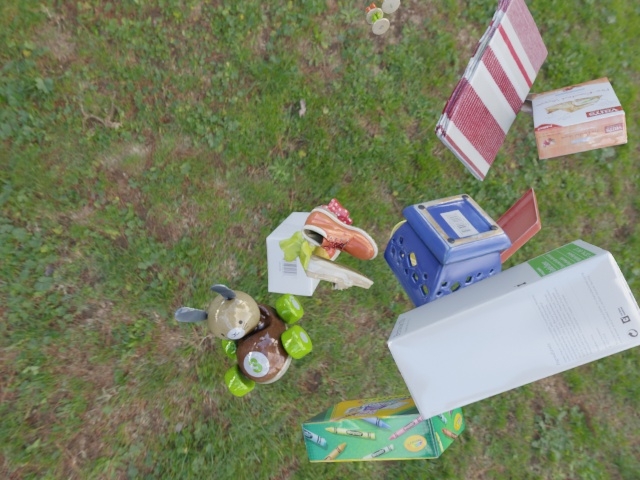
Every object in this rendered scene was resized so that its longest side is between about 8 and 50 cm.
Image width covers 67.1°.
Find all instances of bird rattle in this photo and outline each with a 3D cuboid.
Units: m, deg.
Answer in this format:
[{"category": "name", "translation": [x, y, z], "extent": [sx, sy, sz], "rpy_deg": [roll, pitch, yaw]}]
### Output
[{"category": "bird rattle", "translation": [0.000, 0.000, 1.542], "extent": [0.143, 0.207, 0.253], "rpy_deg": [33, 69, 34]}]

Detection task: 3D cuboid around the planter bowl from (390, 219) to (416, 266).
[{"category": "planter bowl", "translation": [0.398, 0.008, 1.956], "extent": [0.217, 0.090, 0.217], "rpy_deg": [7, 72, -21]}]

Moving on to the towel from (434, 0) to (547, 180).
[{"category": "towel", "translation": [0.370, -0.319, 1.028], "extent": [0.237, 0.037, 0.329], "rpy_deg": [26, 91, -47]}]

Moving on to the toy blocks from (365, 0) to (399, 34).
[{"category": "toy blocks", "translation": [0.166, -0.696, 1.400], "extent": [0.054, 0.123, 0.148], "rpy_deg": [-4, 60, -24]}]

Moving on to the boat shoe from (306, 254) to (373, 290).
[{"category": "boat shoe", "translation": [0.042, 0.085, 1.122], "extent": [0.170, 0.063, 0.059], "rpy_deg": [22, 96, -20]}]

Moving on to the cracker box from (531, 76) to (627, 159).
[{"category": "cracker box", "translation": [0.536, -0.262, 1.018], "extent": [0.067, 0.156, 0.232], "rpy_deg": [67, 30, -27]}]

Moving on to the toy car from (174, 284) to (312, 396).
[{"category": "toy car", "translation": [-0.136, 0.141, 0.793], "extent": [0.155, 0.149, 0.188], "rpy_deg": [-36, 129, 14]}]

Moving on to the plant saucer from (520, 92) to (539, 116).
[{"category": "plant saucer", "translation": [0.614, -0.365, 1.322], "extent": [0.168, 0.168, 0.029], "rpy_deg": [20, 99, -9]}]

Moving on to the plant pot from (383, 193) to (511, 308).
[{"category": "plant pot", "translation": [0.329, 0.022, 1.247], "extent": [0.236, 0.212, 0.236], "rpy_deg": [-12, 47, -20]}]

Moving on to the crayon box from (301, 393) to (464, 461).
[{"category": "crayon box", "translation": [0.125, 0.370, 0.962], "extent": [0.165, 0.278, 0.081], "rpy_deg": [2, 73, -58]}]

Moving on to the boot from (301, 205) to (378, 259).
[{"category": "boot", "translation": [0.035, 0.002, 0.944], "extent": [0.158, 0.059, 0.084], "rpy_deg": [30, 35, 5]}]

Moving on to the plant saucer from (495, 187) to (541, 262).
[{"category": "plant saucer", "translation": [0.741, -0.043, 1.839], "extent": [0.048, 0.258, 0.259], "rpy_deg": [32, 37, -4]}]

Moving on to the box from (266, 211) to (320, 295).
[{"category": "box", "translation": [-0.073, 0.040, 1.861], "extent": [0.168, 0.345, 0.215], "rpy_deg": [4, 110, 13]}]

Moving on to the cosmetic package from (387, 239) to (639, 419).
[{"category": "cosmetic package", "translation": [0.319, 0.149, 0.834], "extent": [0.365, 0.197, 0.155], "rpy_deg": [-25, 89, 15]}]
